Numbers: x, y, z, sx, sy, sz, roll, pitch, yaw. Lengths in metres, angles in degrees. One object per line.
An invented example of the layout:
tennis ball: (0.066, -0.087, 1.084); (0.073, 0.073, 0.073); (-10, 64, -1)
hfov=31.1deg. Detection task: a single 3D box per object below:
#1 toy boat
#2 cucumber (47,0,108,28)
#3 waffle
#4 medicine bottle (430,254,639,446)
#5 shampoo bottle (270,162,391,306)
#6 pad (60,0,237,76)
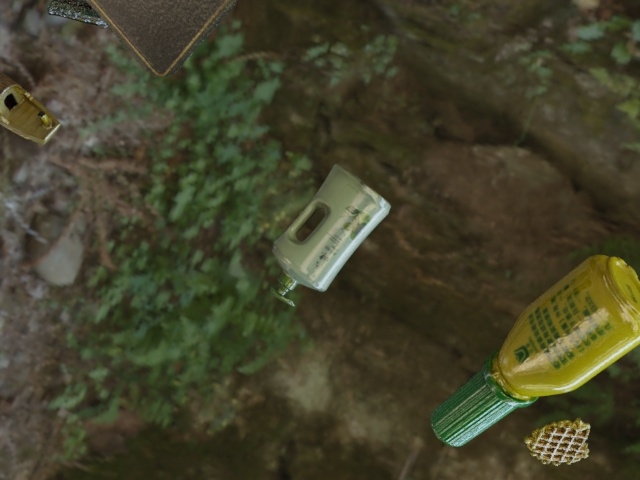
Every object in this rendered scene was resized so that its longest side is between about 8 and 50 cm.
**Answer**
toy boat: (-0.483, -0.215, 1.728); (0.068, 0.226, 0.088); (-51, 160, -17)
cucumber: (-0.358, -0.364, 1.865); (0.043, 0.163, 0.038); (-143, -114, -77)
waffle: (0.283, 0.239, 1.354); (0.016, 0.078, 0.085); (-86, 156, -45)
medicine bottle: (0.238, 0.138, 1.304); (0.076, 0.111, 0.309); (14, 134, -40)
shampoo bottle: (0.000, 0.000, 1.870); (0.234, 0.118, 0.087); (-52, 176, 1)
pad: (-0.307, -0.394, 1.576); (0.315, 0.375, 0.063); (-42, 178, 38)
